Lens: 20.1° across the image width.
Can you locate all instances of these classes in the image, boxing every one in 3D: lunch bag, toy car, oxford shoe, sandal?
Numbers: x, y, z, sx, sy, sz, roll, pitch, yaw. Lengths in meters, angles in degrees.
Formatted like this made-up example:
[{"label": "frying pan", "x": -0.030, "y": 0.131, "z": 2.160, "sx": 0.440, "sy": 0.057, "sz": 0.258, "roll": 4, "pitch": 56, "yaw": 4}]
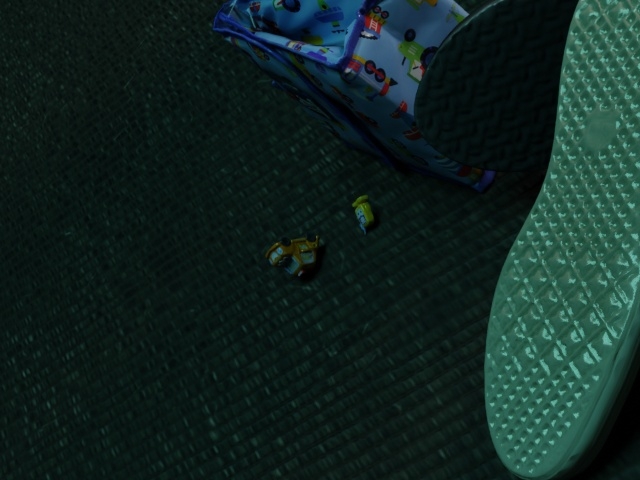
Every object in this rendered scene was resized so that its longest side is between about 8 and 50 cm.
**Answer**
[{"label": "lunch bag", "x": 0.037, "y": -0.172, "z": 1.828, "sx": 0.293, "sy": 0.221, "sz": 0.138, "roll": 10, "pitch": 67, "yaw": 56}, {"label": "toy car", "x": 0.000, "y": 0.000, "z": 1.870, "sx": 0.122, "sy": 0.060, "sz": 0.040, "roll": -37, "pitch": 66, "yaw": 36}, {"label": "oxford shoe", "x": 0.252, "y": -0.013, "z": 1.496, "sx": 0.169, "sy": 0.130, "sz": 0.449, "roll": 6, "pitch": 79, "yaw": 48}, {"label": "sandal", "x": 0.283, "y": -0.218, "z": 1.652, "sx": 0.446, "sy": 0.167, "sz": 0.107, "roll": -37, "pitch": 9, "yaw": 11}]
